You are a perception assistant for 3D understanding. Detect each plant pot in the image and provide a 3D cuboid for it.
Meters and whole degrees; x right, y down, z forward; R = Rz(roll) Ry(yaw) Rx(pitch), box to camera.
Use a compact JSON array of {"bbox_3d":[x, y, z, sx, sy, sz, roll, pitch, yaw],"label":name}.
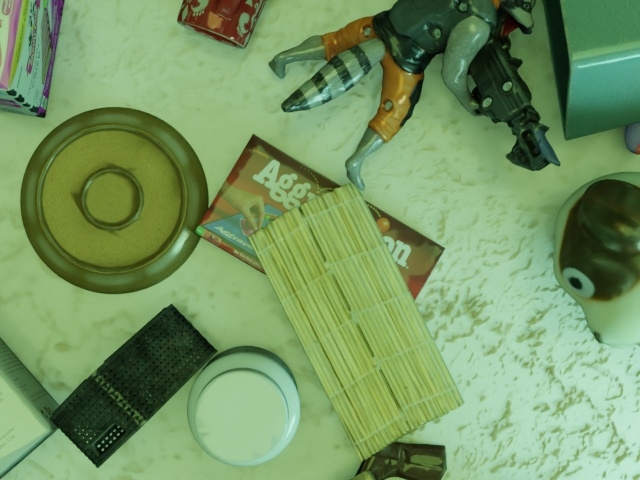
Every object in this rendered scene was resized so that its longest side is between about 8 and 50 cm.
[{"bbox_3d":[0.391,-0.282,1.452,0.252,0.248,0.247,-7,74,8],"label":"plant pot"},{"bbox_3d":[-0.258,-0.051,1.575,0.236,0.032,0.236,0,87,-3],"label":"plant pot"}]

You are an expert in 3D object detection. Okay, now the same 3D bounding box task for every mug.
[{"bbox_3d":[-0.110,-0.332,1.536,0.113,0.150,0.169,22,92,13],"label":"mug"}]

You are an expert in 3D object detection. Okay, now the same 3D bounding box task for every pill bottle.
[{"bbox_3d":[-0.089,0.194,1.474,0.131,0.229,0.131,0,89,-2],"label":"pill bottle"}]

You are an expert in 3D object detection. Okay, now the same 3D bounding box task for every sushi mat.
[{"bbox_3d":[0.044,0.097,1.554,0.151,0.019,0.316,-26,91,-5],"label":"sushi mat"}]

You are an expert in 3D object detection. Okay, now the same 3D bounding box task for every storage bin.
[{"bbox_3d":[-0.218,0.168,1.485,0.084,0.180,0.122,47,126,0],"label":"storage bin"}]

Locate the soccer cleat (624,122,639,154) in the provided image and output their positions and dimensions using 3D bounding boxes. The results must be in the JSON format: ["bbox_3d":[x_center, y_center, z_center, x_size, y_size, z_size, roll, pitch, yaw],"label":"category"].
[{"bbox_3d":[0.424,-0.228,1.589,0.095,0.083,0.248,24,87,14],"label":"soccer cleat"}]

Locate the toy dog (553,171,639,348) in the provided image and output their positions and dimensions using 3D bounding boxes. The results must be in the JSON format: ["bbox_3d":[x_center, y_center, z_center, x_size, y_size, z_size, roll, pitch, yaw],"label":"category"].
[{"bbox_3d":[0.479,0.011,1.481,0.408,0.284,0.395,-4,88,0],"label":"toy dog"}]

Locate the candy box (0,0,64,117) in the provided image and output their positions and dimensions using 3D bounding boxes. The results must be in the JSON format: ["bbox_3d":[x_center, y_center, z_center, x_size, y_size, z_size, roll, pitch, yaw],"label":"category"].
[{"bbox_3d":[-0.360,-0.238,1.475,0.071,0.233,0.159,9,88,-2],"label":"candy box"}]

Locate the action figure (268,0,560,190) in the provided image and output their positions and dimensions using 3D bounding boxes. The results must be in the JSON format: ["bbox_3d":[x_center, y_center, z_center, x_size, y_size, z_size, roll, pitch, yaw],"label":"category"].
[{"bbox_3d":[0.133,-0.206,1.488,0.330,0.178,0.341,-38,62,13],"label":"action figure"}]

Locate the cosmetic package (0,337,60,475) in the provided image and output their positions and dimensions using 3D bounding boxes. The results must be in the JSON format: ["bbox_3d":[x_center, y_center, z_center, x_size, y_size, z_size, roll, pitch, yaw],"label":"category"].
[{"bbox_3d":[-0.496,0.142,1.498,0.197,0.155,0.365,-39,89,-3],"label":"cosmetic package"}]

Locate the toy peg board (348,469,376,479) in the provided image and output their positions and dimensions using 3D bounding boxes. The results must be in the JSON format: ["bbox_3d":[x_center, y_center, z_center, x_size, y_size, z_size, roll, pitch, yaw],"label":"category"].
[{"bbox_3d":[0.023,0.387,1.514,0.161,0.079,0.160,-33,79,14],"label":"toy peg board"}]

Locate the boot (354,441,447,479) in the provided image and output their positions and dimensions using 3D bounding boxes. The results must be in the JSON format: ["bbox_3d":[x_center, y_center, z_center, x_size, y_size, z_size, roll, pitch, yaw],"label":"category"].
[{"bbox_3d":[0.100,0.300,1.578,0.114,0.037,0.106,12,90,-6],"label":"boot"}]

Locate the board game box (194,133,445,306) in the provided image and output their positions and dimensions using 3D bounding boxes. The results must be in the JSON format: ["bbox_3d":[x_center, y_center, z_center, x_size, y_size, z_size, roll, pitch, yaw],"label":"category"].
[{"bbox_3d":[0.000,0.000,1.577,0.281,0.027,0.145,30,85,-4],"label":"board game box"}]
